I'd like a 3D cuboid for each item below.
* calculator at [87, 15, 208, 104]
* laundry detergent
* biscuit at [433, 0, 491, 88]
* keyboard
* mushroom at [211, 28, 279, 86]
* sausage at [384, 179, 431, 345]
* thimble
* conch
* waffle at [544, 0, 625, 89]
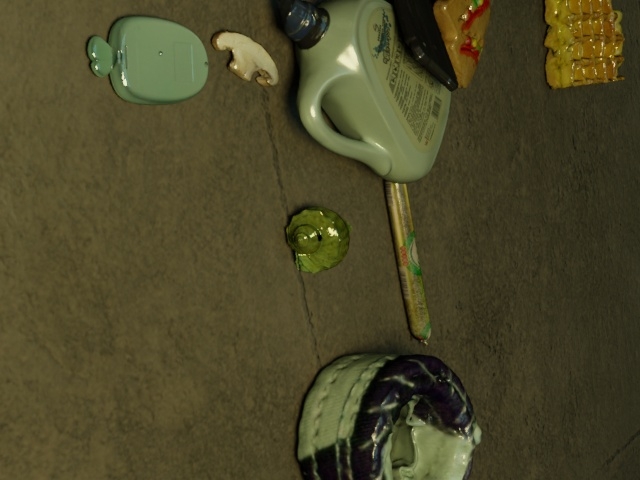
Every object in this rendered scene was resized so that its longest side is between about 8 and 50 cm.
[{"bbox_3d":[-0.183,-0.195,1.006,0.153,0.021,0.095,-6,95,-48],"label":"calculator"},{"bbox_3d":[0.045,-0.206,1.171,0.280,0.105,0.214,26,70,-44],"label":"laundry detergent"},{"bbox_3d":[0.212,-0.343,1.352,0.212,0.041,0.238,-22,113,-59],"label":"biscuit"},{"bbox_3d":[0.124,-0.305,1.213,0.106,0.016,0.262,33,35,-42],"label":"keyboard"},{"bbox_3d":[-0.089,-0.216,1.101,0.101,0.019,0.049,35,67,-37],"label":"mushroom"},{"bbox_3d":[0.124,0.025,1.311,0.033,0.033,0.269,-23,108,-42],"label":"sausage"},{"bbox_3d":[0.094,0.258,1.214,0.237,0.150,0.237,0,91,-46],"label":"thimble"},{"bbox_3d":[0.000,0.000,1.179,0.121,0.074,0.089,-9,130,-61],"label":"conch"},{"bbox_3d":[0.465,-0.380,1.613,0.229,0.057,0.219,-16,103,-44],"label":"waffle"}]
